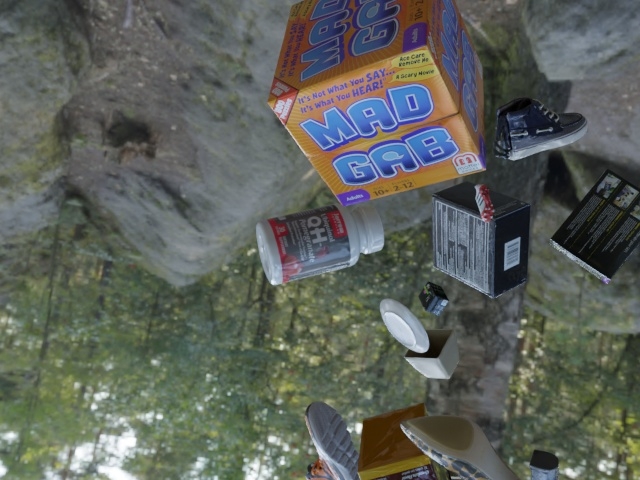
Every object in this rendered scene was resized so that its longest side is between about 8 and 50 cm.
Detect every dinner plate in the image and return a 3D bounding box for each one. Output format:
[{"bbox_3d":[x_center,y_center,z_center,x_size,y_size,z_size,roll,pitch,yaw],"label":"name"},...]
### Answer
[{"bbox_3d":[0.173,0.184,1.439,0.141,0.017,0.141,41,154,25],"label":"dinner plate"}]

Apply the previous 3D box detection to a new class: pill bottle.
[{"bbox_3d":[0.000,0.000,1.820,0.318,0.176,0.176,-14,174,-13],"label":"pill bottle"}]

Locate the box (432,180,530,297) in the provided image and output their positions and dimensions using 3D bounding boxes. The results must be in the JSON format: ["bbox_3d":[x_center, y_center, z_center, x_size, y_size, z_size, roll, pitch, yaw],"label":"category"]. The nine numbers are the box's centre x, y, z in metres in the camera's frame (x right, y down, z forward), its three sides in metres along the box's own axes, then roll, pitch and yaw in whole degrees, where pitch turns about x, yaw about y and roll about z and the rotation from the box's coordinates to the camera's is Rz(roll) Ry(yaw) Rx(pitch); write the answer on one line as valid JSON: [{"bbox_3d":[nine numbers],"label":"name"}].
[{"bbox_3d":[0.542,-0.012,2.313,0.182,0.296,0.294,-21,-149,-28],"label":"box"}]

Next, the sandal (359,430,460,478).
[{"bbox_3d":[0.198,0.489,1.506,0.240,0.079,0.088,18,-152,10],"label":"sandal"}]

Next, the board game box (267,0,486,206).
[{"bbox_3d":[0.146,-0.355,1.539,0.356,0.356,0.356,-13,137,26],"label":"board game box"}]

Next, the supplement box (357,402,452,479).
[{"bbox_3d":[0.165,0.445,1.262,0.129,0.194,0.191,-19,-169,11],"label":"supplement box"}]

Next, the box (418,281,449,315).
[{"bbox_3d":[0.339,0.174,2.038,0.052,0.062,0.083,22,-158,-18],"label":"box"}]

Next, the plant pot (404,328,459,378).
[{"bbox_3d":[0.307,0.306,1.802,0.109,0.109,0.096,-7,124,44],"label":"plant pot"}]

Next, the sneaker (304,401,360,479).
[{"bbox_3d":[0.009,0.608,1.920,0.180,0.321,0.124,-22,-170,40],"label":"sneaker"}]

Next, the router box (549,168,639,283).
[{"bbox_3d":[0.548,-0.028,1.297,0.133,0.179,0.046,39,180,21],"label":"router box"}]

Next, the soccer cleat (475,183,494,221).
[{"bbox_3d":[0.342,-0.079,1.425,0.029,0.083,0.035,-22,-158,-15],"label":"soccer cleat"}]

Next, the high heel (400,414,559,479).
[{"bbox_3d":[0.243,0.378,1.055,0.261,0.186,0.093,10,-148,36],"label":"high heel"}]

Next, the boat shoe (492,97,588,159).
[{"bbox_3d":[0.678,-0.368,2.067,0.340,0.158,0.127,-22,-147,-20],"label":"boat shoe"}]
